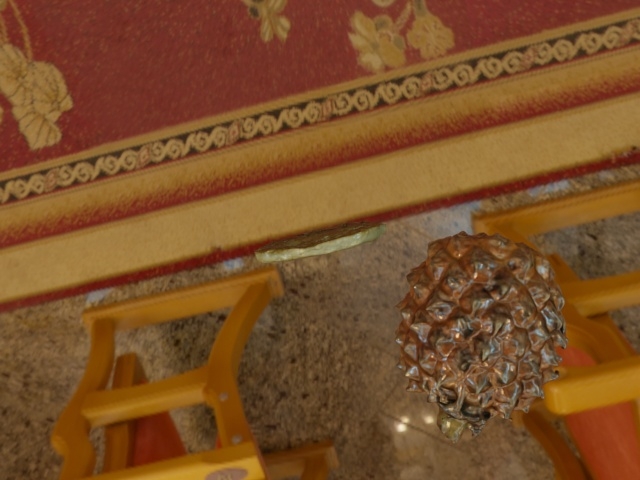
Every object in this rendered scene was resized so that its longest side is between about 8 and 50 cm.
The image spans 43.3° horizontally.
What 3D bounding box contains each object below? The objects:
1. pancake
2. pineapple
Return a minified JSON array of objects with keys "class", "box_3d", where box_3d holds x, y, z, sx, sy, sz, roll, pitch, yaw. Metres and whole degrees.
[{"class":"pancake","box_3d":[0.001,0.000,0.642,0.108,0.108,0.017,-13,98,4]},{"class":"pineapple","box_3d":[0.147,0.095,0.754,0.166,0.166,0.193,21,77,-11]}]
